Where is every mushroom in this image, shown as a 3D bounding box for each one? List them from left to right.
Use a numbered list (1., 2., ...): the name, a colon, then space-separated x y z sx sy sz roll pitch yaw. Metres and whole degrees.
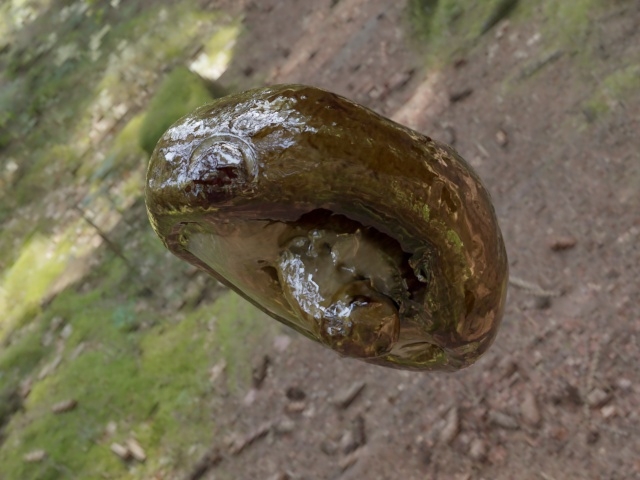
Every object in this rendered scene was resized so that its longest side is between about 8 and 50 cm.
1. mushroom: 0.008 -0.013 0.701 0.138 0.231 0.194 -58 24 -6
